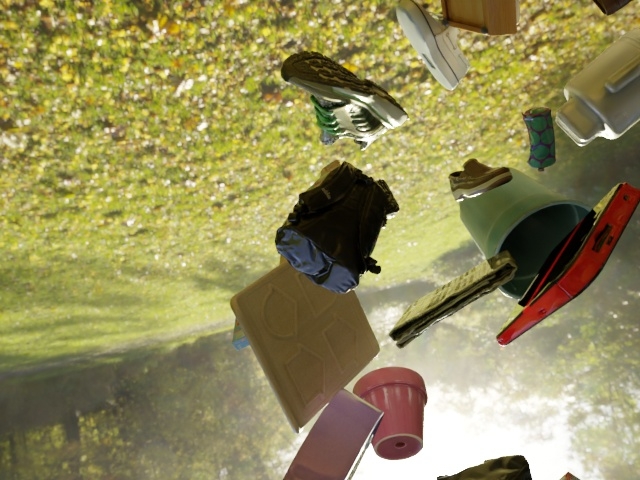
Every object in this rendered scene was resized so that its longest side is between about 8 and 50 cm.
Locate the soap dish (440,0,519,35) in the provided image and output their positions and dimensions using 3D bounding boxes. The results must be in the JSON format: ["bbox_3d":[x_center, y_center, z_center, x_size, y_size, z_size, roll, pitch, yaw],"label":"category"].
[{"bbox_3d":[0.421,-0.708,1.529,0.118,0.229,0.291,-34,132,-14],"label":"soap dish"}]

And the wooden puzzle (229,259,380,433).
[{"bbox_3d":[-0.031,0.196,1.254,0.080,0.322,0.348,-14,-165,43],"label":"wooden puzzle"}]

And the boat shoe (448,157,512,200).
[{"bbox_3d":[0.406,-0.170,1.486,0.095,0.095,0.257,-22,180,-16],"label":"boat shoe"}]

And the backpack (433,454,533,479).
[{"bbox_3d":[0.325,0.627,1.021,0.290,0.356,0.273,-30,178,27],"label":"backpack"}]

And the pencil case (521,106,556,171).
[{"bbox_3d":[0.542,-0.253,1.392,0.070,0.152,0.064,-9,-153,15],"label":"pencil case"}]

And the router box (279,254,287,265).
[{"bbox_3d":[0.000,0.000,1.722,0.081,0.243,0.309,38,113,-21],"label":"router box"}]

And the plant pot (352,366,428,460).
[{"bbox_3d":[0.191,0.462,1.474,0.201,0.180,0.201,-2,130,-2],"label":"plant pot"}]

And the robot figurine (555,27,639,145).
[{"bbox_3d":[0.802,-0.414,1.491,0.353,0.200,0.300,-43,169,16],"label":"robot figurine"}]

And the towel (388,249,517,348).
[{"bbox_3d":[0.313,0.130,1.291,0.312,0.056,0.324,-34,174,17],"label":"towel"}]

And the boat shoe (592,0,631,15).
[{"bbox_3d":[0.617,-0.670,1.352,0.123,0.342,0.123,-38,157,16],"label":"boat shoe"}]

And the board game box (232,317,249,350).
[{"bbox_3d":[-0.190,0.235,1.739,0.160,0.039,0.211,-25,-154,8],"label":"board game box"}]

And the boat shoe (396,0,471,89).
[{"bbox_3d":[0.382,-0.648,1.768,0.156,0.136,0.367,-46,130,4],"label":"boat shoe"}]

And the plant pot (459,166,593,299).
[{"bbox_3d":[0.611,-0.049,1.738,0.341,0.334,0.341,-7,122,-11],"label":"plant pot"}]

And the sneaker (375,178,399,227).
[{"bbox_3d":[0.076,-0.052,1.125,0.108,0.100,0.271,-32,176,24],"label":"sneaker"}]

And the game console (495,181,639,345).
[{"bbox_3d":[0.579,0.057,1.310,0.386,0.060,0.342,-42,163,-34],"label":"game console"}]

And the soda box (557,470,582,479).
[{"bbox_3d":[0.543,0.537,1.095,0.063,0.183,0.058,-59,175,25],"label":"soda box"}]

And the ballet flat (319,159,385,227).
[{"bbox_3d":[0.140,-0.165,1.953,0.106,0.316,0.107,-49,-157,6],"label":"ballet flat"}]

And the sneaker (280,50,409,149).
[{"bbox_3d":[0.045,-0.298,1.319,0.410,0.158,0.182,10,125,-49],"label":"sneaker"}]

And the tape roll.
[{"bbox_3d":[0.012,0.410,1.009,0.090,0.275,0.275,27,179,17],"label":"tape roll"}]

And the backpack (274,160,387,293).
[{"bbox_3d":[0.019,-0.028,0.810,0.115,0.152,0.182,-33,-159,44],"label":"backpack"}]
